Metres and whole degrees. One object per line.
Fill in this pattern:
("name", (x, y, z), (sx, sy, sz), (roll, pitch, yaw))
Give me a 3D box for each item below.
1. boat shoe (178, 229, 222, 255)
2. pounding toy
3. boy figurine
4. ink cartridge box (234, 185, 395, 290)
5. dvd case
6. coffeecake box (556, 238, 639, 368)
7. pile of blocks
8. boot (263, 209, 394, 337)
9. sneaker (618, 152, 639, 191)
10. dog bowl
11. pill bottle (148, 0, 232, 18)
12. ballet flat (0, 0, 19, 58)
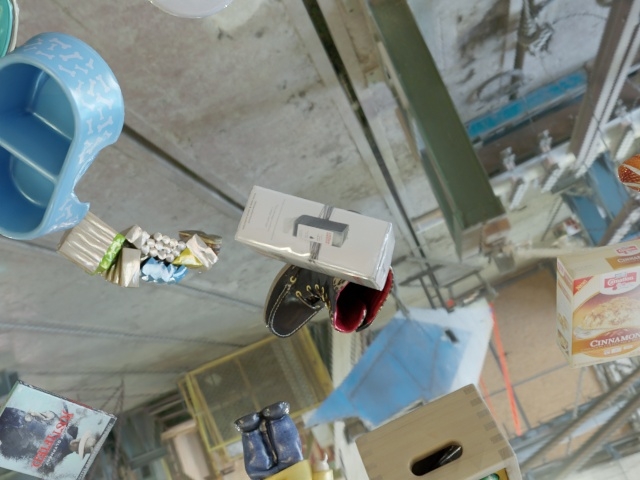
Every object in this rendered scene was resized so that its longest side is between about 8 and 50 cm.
("boat shoe", (-0.359, 0.006, 1.862), (0.178, 0.060, 0.064), (14, -166, 39))
("pounding toy", (0.109, 0.267, 0.638), (0.181, 0.094, 0.206), (-26, 134, 1))
("boy figurine", (-0.060, 0.418, 1.031), (0.177, 0.285, 0.092), (-18, 159, -5))
("ink cartridge box", (0.000, 0.000, 0.974), (0.217, 0.092, 0.158), (18, 173, 11))
("dvd case", (-0.295, 0.212, 0.686), (0.119, 0.087, 0.013), (36, 167, -36))
("coffeecake box", (0.454, 0.101, 1.001), (0.142, 0.068, 0.186), (-12, 122, 2))
("pile of blocks", (-0.411, 0.043, 1.406), (0.362, 0.149, 0.112), (14, 160, -38))
("boot", (0.013, 0.127, 1.489), (0.138, 0.284, 0.377), (37, 99, -25))
("sneaker", (0.593, -0.091, 1.073), (0.067, 0.175, 0.064), (-34, 151, -11))
("dog bowl", (-0.370, -0.123, 0.823), (0.297, 0.166, 0.074), (-55, 180, 30))
("pill bottle", (-0.131, -0.288, 0.613), (0.108, 0.193, 0.108), (-6, 121, -10))
("ballet flat", (-0.518, -0.403, 1.010), (0.086, 0.086, 0.249), (-10, 117, -37))
